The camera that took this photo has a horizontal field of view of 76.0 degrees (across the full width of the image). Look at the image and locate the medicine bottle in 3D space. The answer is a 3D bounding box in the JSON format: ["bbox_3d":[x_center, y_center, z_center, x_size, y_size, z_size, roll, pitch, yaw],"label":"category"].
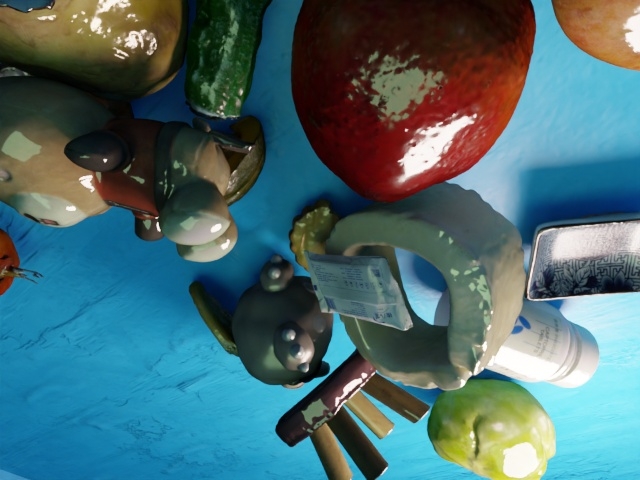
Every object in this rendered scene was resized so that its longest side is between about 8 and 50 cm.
[{"bbox_3d":[0.393,0.189,0.830,0.293,0.170,0.170,21,130,-14],"label":"medicine bottle"}]

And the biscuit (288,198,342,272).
[{"bbox_3d":[0.000,0.000,0.781,0.118,0.061,0.183,-7,127,15],"label":"biscuit"}]

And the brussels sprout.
[{"bbox_3d":[0.432,0.478,1.026,0.317,0.242,0.274,33,133,-25],"label":"brussels sprout"}]

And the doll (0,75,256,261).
[{"bbox_3d":[-0.249,-0.091,0.480,0.330,0.174,0.235,13,169,-6],"label":"doll"}]

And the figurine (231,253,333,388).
[{"bbox_3d":[-0.079,0.213,0.889,0.203,0.248,0.380,-8,146,-7],"label":"figurine"}]

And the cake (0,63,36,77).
[{"bbox_3d":[-0.556,-0.193,0.650,0.295,0.112,0.116,-13,130,9],"label":"cake"}]

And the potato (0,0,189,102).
[{"bbox_3d":[-0.301,-0.285,0.462,0.289,0.301,0.237,42,155,-5],"label":"potato"}]

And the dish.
[{"bbox_3d":[0.488,0.012,0.725,0.243,0.080,0.181,-7,130,9],"label":"dish"}]

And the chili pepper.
[{"bbox_3d":[-0.100,-0.293,0.488,0.099,0.136,0.270,19,121,-1],"label":"chili pepper"}]

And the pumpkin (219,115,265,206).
[{"bbox_3d":[-0.195,-0.079,0.666,0.279,0.163,0.111,-16,133,19],"label":"pumpkin"}]

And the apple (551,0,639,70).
[{"bbox_3d":[0.355,-0.301,0.395,0.261,0.194,0.260,4,133,5],"label":"apple"}]

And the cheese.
[{"bbox_3d":[0.163,0.083,0.667,0.292,0.153,0.332,11,123,45],"label":"cheese"}]

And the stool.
[{"bbox_3d":[0.062,0.346,0.816,0.178,0.272,0.272,47,129,14],"label":"stool"}]

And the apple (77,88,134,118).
[{"bbox_3d":[-0.348,-0.189,0.614,0.102,0.126,0.126,20,134,19],"label":"apple"}]

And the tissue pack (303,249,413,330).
[{"bbox_3d":[0.049,0.076,0.645,0.193,0.026,0.122,2,116,48],"label":"tissue pack"}]

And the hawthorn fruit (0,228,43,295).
[{"bbox_3d":[-0.707,0.043,0.807,0.299,0.211,0.211,7,132,-13],"label":"hawthorn fruit"}]

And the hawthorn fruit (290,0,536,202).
[{"bbox_3d":[0.092,-0.174,0.500,0.265,0.265,0.307,4,145,2],"label":"hawthorn fruit"}]

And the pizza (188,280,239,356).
[{"bbox_3d":[-0.208,0.203,0.931,0.034,0.181,0.262,-36,135,-8],"label":"pizza"}]
